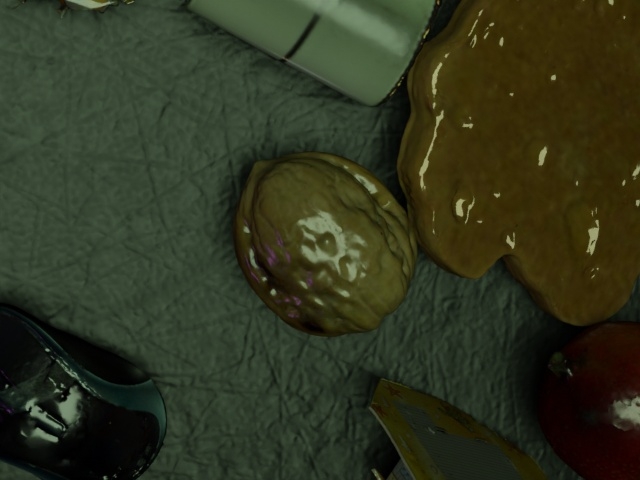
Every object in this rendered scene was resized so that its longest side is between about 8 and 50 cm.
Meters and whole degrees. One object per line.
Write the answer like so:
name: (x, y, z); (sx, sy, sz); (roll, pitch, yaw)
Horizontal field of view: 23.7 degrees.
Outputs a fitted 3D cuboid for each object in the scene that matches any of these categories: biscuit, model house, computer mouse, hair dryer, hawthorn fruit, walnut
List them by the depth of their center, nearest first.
hair dryer: (0.045, -0.322, 1.378); (0.203, 0.128, 0.362); (27, 84, -12)
walnut: (0.000, 0.000, 1.380); (0.155, 0.155, 0.184); (-43, 99, -2)
computer mouse: (-0.250, 0.151, 1.385); (0.233, 0.096, 0.137); (29, 92, -13)
model house: (0.109, 0.254, 1.427); (0.207, 0.219, 0.136); (16, 114, -37)
biscuit: (0.219, -0.096, 1.431); (0.312, 0.057, 0.351); (3, 100, -23)
hawthorn fruit: (0.287, 0.150, 1.438); (0.169, 0.169, 0.188); (-46, 119, -2)

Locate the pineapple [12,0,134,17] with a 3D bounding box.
pineapple: (-0.209, -0.304, 1.348); (0.225, 0.076, 0.225); (-1, 97, -6)
